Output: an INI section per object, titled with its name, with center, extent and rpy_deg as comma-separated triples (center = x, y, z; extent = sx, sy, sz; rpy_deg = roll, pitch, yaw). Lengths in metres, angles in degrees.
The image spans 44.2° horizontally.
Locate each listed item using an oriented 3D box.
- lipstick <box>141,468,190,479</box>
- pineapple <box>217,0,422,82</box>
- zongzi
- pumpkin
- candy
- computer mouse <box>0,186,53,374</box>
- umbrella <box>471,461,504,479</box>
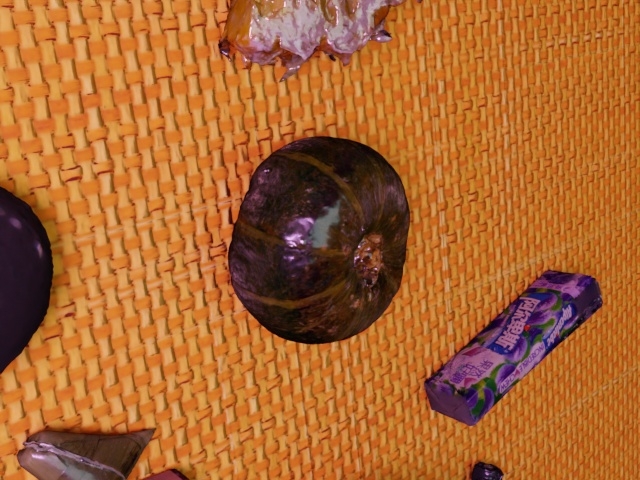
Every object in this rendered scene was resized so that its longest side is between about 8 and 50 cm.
[lipstick]
center = -0.198, 0.274, 0.780
extent = 0.145, 0.045, 0.045
rpy_deg = -13, 108, -37
[pineapple]
center = -0.004, -0.267, 0.803
extent = 0.236, 0.114, 0.186
rpy_deg = -30, 116, -28
[zongzi]
center = -0.220, 0.194, 0.756
extent = 0.104, 0.052, 0.113
rpy_deg = 49, 42, -18
[pumpkin]
center = 0.000, 0.000, 0.824
extent = 0.223, 0.157, 0.224
rpy_deg = -31, 131, -43
[candy]
center = 0.275, 0.143, 1.112
extent = 0.312, 0.088, 0.061
rpy_deg = -34, 113, -30
[computer mouse]
center = -0.346, 0.070, 0.583
extent = 0.323, 0.116, 0.183
rpy_deg = -39, 115, -27
[umbrella]
center = 0.222, 0.416, 1.148
extent = 0.050, 0.046, 0.189
rpy_deg = 8, 97, -36
